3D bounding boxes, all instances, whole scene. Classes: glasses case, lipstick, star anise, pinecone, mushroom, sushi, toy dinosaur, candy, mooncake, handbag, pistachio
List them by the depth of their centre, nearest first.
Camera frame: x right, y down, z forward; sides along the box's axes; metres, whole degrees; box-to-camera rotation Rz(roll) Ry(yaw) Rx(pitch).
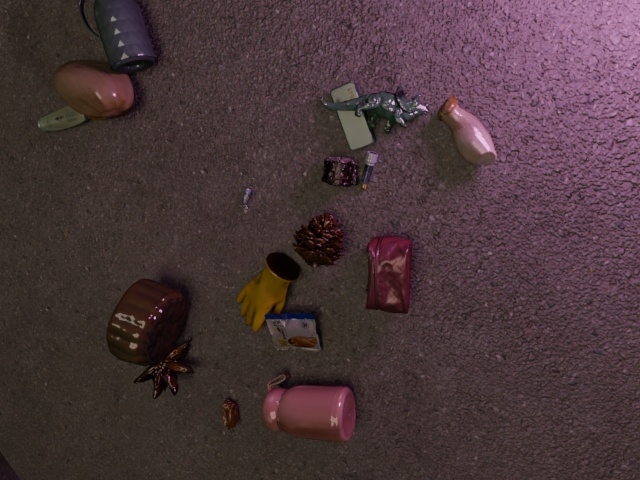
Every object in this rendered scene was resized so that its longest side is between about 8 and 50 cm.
[{"bbox_3d":[0.387,-0.282,1.319,0.088,0.097,0.212,-36,90,34],"label":"mushroom"},{"bbox_3d":[0.150,-0.351,1.371,0.291,0.079,0.120,-9,90,1],"label":"toy dinosaur"},{"bbox_3d":[0.093,-0.355,1.432,0.077,0.039,0.184,-17,98,22],"label":"glasses case"},{"bbox_3d":[0.056,-0.202,1.459,0.098,0.094,0.084,12,105,21],"label":"sushi"},{"bbox_3d":[0.199,0.099,1.459,0.135,0.146,0.225,3,107,15],"label":"handbag"},{"bbox_3d":[0.137,-0.202,1.462,0.037,0.037,0.116,21,114,13],"label":"lipstick"},{"bbox_3d":[0.000,0.000,1.503,0.173,0.173,0.174,5,106,18],"label":"pinecone"},{"bbox_3d":[-0.238,-0.140,1.615,0.030,0.020,0.083,26,109,11],"label":"candy"},{"bbox_3d":[-0.732,-0.498,1.621,0.288,0.166,0.197,30,87,14],"label":"pistachio"},{"bbox_3d":[-0.586,0.287,1.710,0.161,0.290,0.290,19,109,11],"label":"mooncake"},{"bbox_3d":[-0.336,0.641,1.840,0.060,0.061,0.118,-1,84,28],"label":"sushi"},{"bbox_3d":[-0.567,0.456,1.857,0.271,0.102,0.272,-4,75,16],"label":"star anise"}]

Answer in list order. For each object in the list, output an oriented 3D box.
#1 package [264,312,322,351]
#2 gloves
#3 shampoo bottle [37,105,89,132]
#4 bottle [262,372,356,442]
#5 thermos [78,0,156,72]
[{"bbox_3d":[-0.088,0.304,1.647,0.171,0.027,0.173,-2,126,16],"label":"package"},{"bbox_3d":[-0.190,0.181,1.655,0.133,0.116,0.294,55,127,29],"label":"gloves"},{"bbox_3d":[-0.900,-0.429,1.754,0.212,0.049,0.072,-10,105,22],"label":"shampoo bottle"},{"bbox_3d":[-0.042,0.551,1.660,0.296,0.173,0.207,-4,71,22],"label":"bottle"},{"bbox_3d":[-0.633,-0.673,1.542,0.182,0.145,0.287,-17,96,2],"label":"thermos"}]
